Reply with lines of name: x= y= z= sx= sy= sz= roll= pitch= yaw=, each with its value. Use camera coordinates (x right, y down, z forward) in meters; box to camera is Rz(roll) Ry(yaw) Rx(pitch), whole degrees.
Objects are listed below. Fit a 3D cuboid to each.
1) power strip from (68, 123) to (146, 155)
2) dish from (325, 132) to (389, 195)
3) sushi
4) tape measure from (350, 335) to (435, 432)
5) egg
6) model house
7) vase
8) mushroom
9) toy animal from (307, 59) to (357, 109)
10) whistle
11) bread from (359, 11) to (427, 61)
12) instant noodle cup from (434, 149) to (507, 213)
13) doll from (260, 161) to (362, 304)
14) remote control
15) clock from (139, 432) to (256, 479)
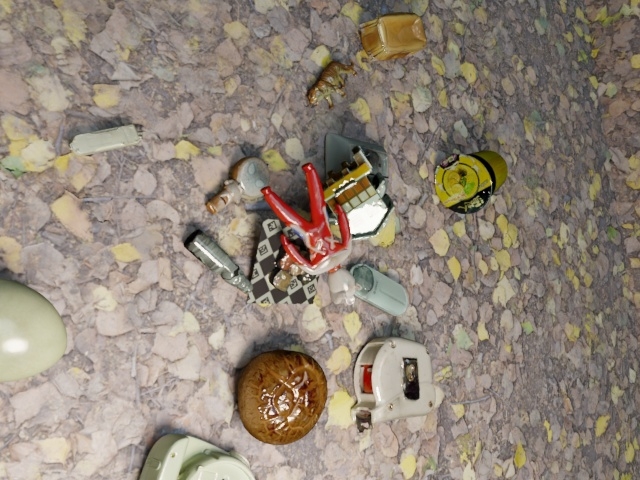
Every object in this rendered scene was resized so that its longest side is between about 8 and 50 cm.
power strip: x=-0.486 y=-0.231 z=1.366 sx=0.191 sy=0.030 sz=0.047 roll=-22 pitch=94 yaw=-39
dish: x=0.131 y=-0.232 z=1.830 sx=0.243 sy=0.080 sz=0.181 roll=7 pitch=77 yaw=-39
sushi: x=-0.069 y=0.067 z=1.578 sx=0.220 sy=0.047 sz=0.231 roll=5 pitch=101 yaw=-38
tape measure: x=0.216 y=0.414 z=1.747 sx=0.258 sy=0.130 sz=0.265 roll=5 pitch=79 yaw=-36
egg: x=-0.596 y=0.165 z=1.101 sx=0.253 sy=0.187 sz=0.186 roll=27 pitch=66 yaw=-28
model house: x=0.092 y=-0.124 z=1.665 sx=0.198 sy=0.224 sz=0.215 roll=-32 pitch=101 yaw=7
vase: x=-0.246 y=0.061 z=1.486 sx=0.211 sy=0.060 sz=0.060 roll=46 pitch=57 yaw=-24
mushroom: x=-0.092 y=0.390 z=1.495 sx=0.253 sy=0.153 sz=0.253 roll=-1 pitch=92 yaw=-35
toy animal: x=0.039 y=-0.484 z=1.818 sx=0.099 sy=0.057 sz=0.241 roll=41 pitch=59 yaw=-25
whistle: x=-0.211 y=-0.144 z=1.557 sx=0.220 sy=0.057 sz=0.107 roll=-45 pitch=123 yaw=-30
bread: x=0.240 y=-0.676 z=1.983 sx=0.241 sy=0.107 sz=0.136 roll=-23 pitch=99 yaw=-39
instant noodle cup: x=0.543 y=-0.223 z=2.096 sx=0.236 sy=0.216 sz=0.215 roll=-28 pitch=99 yaw=-48
doll: x=0.000 y=0.000 z=1.532 sx=0.188 sy=0.099 sz=0.383 roll=-29 pitch=100 yaw=-13
remote control: x=0.170 y=0.152 z=1.806 sx=0.247 sy=0.052 sz=0.104 roll=31 pitch=62 yaw=-30
clock: x=-0.257 y=0.595 z=1.344 sx=0.324 sy=0.109 sz=0.265 roll=28 pitch=65 yaw=-32
